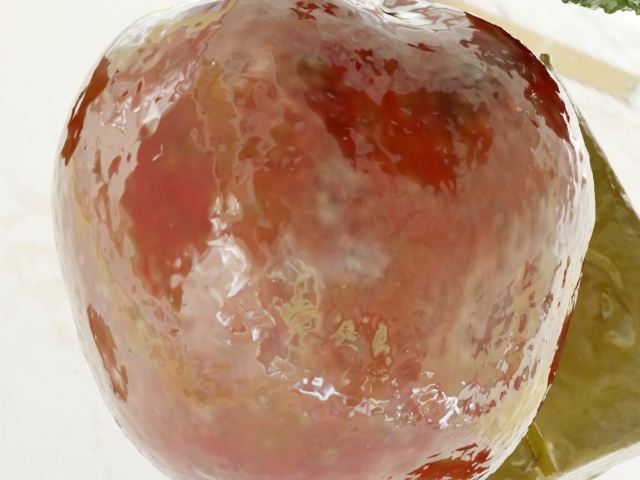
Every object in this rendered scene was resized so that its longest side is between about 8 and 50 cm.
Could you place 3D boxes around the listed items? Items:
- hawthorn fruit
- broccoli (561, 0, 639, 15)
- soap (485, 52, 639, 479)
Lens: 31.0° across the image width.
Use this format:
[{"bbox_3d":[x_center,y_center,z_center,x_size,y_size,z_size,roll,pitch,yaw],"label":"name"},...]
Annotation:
[{"bbox_3d":[0.000,0.000,0.575,0.284,0.284,0.284,26,-152,-15],"label":"hawthorn fruit"},{"bbox_3d":[0.246,-0.244,0.705,0.302,0.254,0.186,-36,-104,-17],"label":"broccoli"},{"bbox_3d":[0.109,0.046,0.812,0.143,0.259,0.281,87,158,-70],"label":"soap"}]
